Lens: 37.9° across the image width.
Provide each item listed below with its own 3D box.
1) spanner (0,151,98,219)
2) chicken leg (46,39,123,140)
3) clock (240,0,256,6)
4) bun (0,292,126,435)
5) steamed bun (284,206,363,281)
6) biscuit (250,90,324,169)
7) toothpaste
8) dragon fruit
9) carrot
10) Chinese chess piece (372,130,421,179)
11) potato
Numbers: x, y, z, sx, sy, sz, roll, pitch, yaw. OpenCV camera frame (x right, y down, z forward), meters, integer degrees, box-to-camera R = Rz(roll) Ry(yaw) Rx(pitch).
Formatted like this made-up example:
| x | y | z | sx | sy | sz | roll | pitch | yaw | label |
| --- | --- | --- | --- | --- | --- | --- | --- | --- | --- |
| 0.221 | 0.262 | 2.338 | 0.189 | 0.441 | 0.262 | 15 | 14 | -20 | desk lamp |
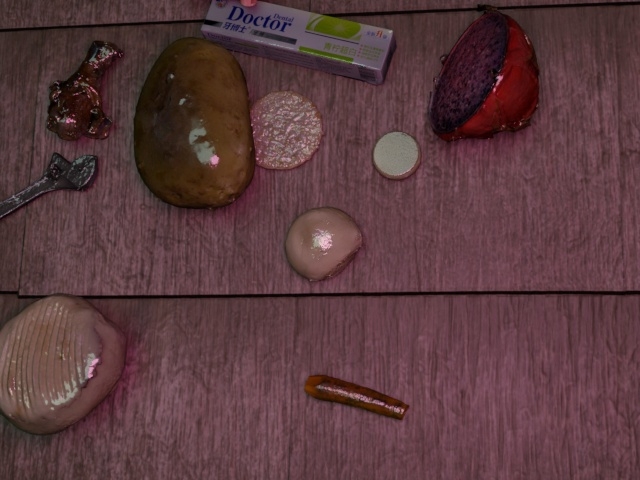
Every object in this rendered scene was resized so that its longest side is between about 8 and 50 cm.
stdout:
| x | y | z | sx | sy | sz | roll | pitch | yaw | label |
| --- | --- | --- | --- | --- | --- | --- | --- | --- | --- |
| -0.543 | -0.072 | 1.689 | 0.326 | 0.026 | 0.093 | -30 | 76 | 4 | spanner |
| -0.431 | -0.269 | 1.689 | 0.125 | 0.080 | 0.196 | 4 | 71 | 0 | chicken leg |
| -0.158 | -0.490 | 1.642 | 0.162 | 0.092 | 0.166 | 18 | 41 | 18 | clock |
| -0.434 | 0.208 | 1.545 | 0.239 | 0.141 | 0.239 | -10 | 61 | 18 | bun |
| 0.000 | 0.000 | 1.543 | 0.130 | 0.091 | 0.112 | -39 | 73 | 0 | steamed bun |
| -0.069 | -0.192 | 1.632 | 0.152 | 0.020 | 0.152 | -2 | 77 | 8 | biscuit |
| -0.040 | -0.355 | 1.640 | 0.337 | 0.067 | 0.081 | 15 | 78 | 12 | toothpaste |
| 0.291 | -0.247 | 1.516 | 0.148 | 0.223 | 0.218 | 22 | 121 | -20 | dragon fruit |
| 0.059 | 0.254 | 1.507 | 0.171 | 0.042 | 0.042 | 16 | 81 | 11 | carrot |
| 0.129 | -0.143 | 1.581 | 0.084 | 0.034 | 0.084 | -2 | 80 | 9 | Chinese chess piece |
| -0.210 | -0.195 | 1.577 | 0.210 | 0.173 | 0.307 | -8 | 75 | 27 | potato |
